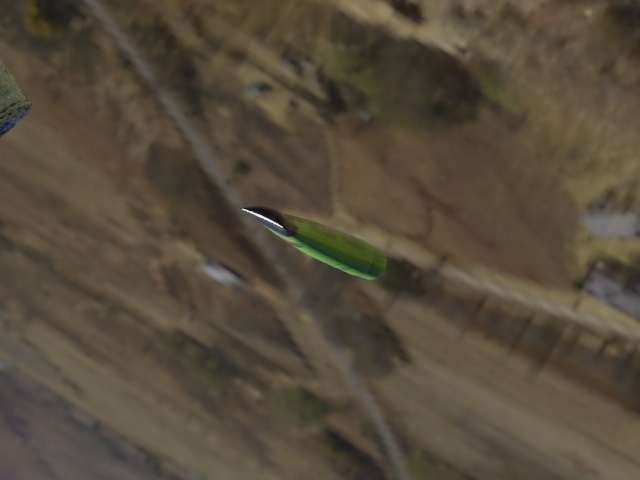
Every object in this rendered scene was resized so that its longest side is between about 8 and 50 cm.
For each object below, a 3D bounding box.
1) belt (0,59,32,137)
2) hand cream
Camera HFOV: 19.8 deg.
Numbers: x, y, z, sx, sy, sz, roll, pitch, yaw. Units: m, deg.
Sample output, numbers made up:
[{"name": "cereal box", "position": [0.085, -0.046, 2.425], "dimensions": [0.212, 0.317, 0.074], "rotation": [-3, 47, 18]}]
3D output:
[{"name": "belt", "position": [-0.264, -0.062, 1.152], "dimensions": [0.082, 0.163, 0.147], "rotation": [57, 177, -3]}, {"name": "hand cream", "position": [0.000, 0.000, 1.139], "dimensions": [0.036, 0.023, 0.122], "rotation": [26, -179, 38]}]
